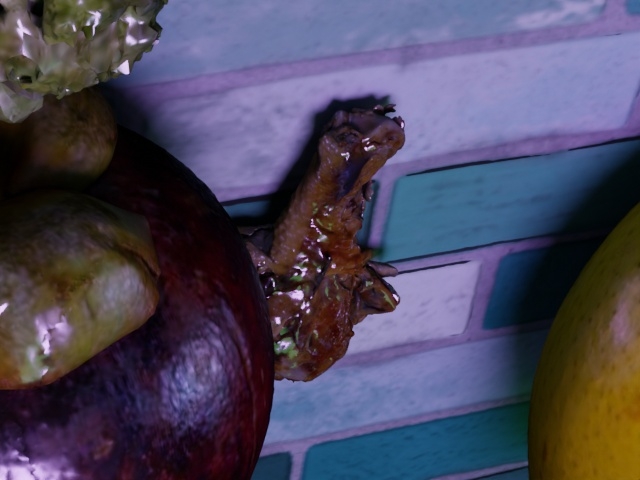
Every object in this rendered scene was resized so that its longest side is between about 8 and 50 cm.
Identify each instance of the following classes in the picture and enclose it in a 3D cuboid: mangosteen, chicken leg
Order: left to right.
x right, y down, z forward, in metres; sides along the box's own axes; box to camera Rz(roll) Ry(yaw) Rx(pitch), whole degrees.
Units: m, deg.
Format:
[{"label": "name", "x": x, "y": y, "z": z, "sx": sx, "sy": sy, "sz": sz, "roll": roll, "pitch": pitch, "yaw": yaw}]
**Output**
[{"label": "mangosteen", "x": -0.162, "y": 0.046, "z": 0.845, "sx": 0.300, "sy": 0.300, "sz": 0.300, "roll": -13, "pitch": 142, "yaw": -10}, {"label": "chicken leg", "x": -0.007, "y": 0.003, "z": 1.033, "sx": 0.125, "sy": 0.080, "sz": 0.196, "roll": -21, "pitch": 137, "yaw": -17}]

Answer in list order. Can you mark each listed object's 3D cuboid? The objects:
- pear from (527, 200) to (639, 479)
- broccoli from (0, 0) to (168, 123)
[{"label": "pear", "x": 0.317, "y": 0.117, "z": 1.089, "sx": 0.362, "sy": 0.362, "sz": 0.418, "roll": 11, "pitch": 111, "yaw": -35}, {"label": "broccoli", "x": -0.166, "y": -0.152, "z": 0.653, "sx": 0.254, "sy": 0.186, "sz": 0.302, "roll": 10, "pitch": 117, "yaw": -49}]
